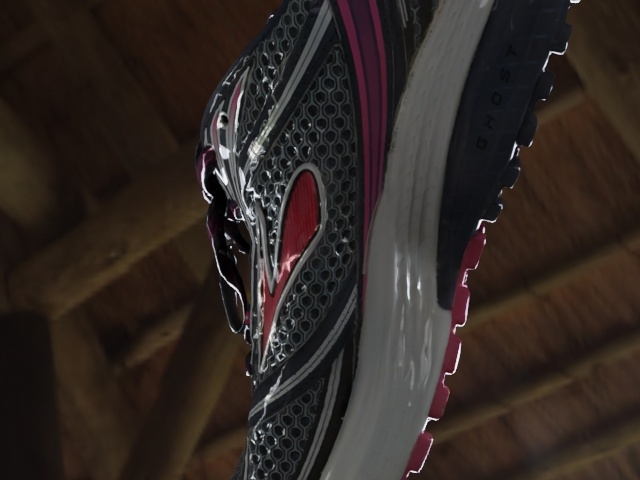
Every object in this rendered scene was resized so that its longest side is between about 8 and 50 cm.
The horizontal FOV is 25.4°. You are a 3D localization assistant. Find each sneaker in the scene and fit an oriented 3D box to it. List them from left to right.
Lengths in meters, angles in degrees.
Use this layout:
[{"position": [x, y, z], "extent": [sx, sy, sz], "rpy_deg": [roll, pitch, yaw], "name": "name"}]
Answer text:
[{"position": [0.000, 0.000, 0.518], "extent": [0.112, 0.121, 0.299], "rpy_deg": [16, -81, -2], "name": "sneaker"}]
